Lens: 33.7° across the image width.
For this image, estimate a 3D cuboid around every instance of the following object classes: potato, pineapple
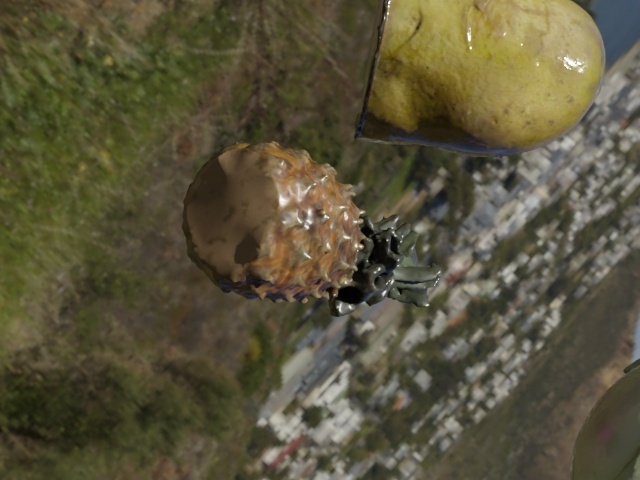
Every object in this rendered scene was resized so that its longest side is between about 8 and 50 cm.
[{"bbox_3d":[0.181,-0.198,1.184,0.229,0.266,0.229,11,90,-87],"label":"potato"},{"bbox_3d":[0.000,0.000,1.009,0.310,0.170,0.141,19,79,-54],"label":"pineapple"}]

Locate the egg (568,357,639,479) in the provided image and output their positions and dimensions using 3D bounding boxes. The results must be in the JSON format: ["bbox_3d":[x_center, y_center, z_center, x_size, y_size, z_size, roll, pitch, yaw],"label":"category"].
[{"bbox_3d":[0.355,0.213,0.895,0.336,0.278,0.278,21,119,-29],"label":"egg"}]
